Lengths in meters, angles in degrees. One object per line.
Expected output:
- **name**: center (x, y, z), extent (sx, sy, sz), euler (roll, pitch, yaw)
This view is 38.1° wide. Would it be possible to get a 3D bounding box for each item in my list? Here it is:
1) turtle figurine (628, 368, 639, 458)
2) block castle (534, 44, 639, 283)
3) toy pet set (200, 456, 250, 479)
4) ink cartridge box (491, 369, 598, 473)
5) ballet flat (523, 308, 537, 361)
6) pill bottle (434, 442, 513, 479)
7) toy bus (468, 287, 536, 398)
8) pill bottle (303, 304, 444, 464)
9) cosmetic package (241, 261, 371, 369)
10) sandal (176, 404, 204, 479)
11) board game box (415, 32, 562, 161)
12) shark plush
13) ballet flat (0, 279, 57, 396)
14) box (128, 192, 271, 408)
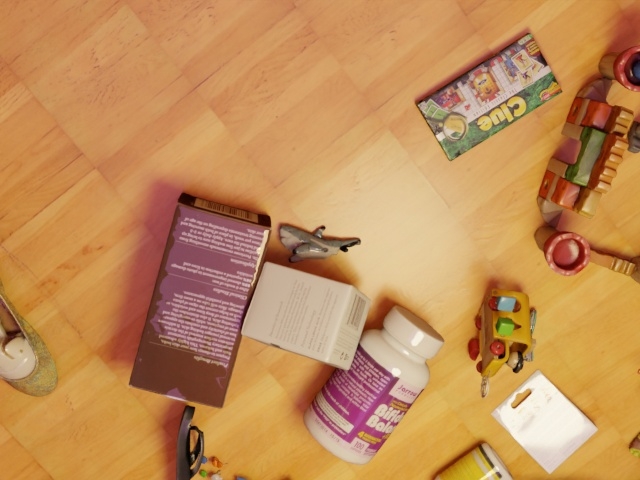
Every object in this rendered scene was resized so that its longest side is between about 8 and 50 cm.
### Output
- **turtle figurine**: center (0.738, 0.368, 1.955), extent (0.270, 0.087, 0.217), euler (19, 108, -16)
- **block castle**: center (0.620, -0.125, 1.774), extent (0.303, 0.213, 0.453), euler (17, 101, -7)
- **toy pet set**: center (-0.190, 0.518, 1.959), extent (0.114, 0.065, 0.122), euler (8, 101, 31)
- **ink cartridge box**: center (0.476, 0.385, 1.977), extent (0.145, 0.045, 0.179), euler (-45, 83, 7)
- **ballet flat**: center (0.426, 0.197, 1.924), extent (0.041, 0.041, 0.114), euler (1, 102, -4)
- **pill bottle**: center (0.306, 0.518, 1.954), extent (0.184, 0.103, 0.103), euler (-37, 102, 5)
- **toy bus**: center (0.372, 0.198, 1.842), extent (0.105, 0.191, 0.202), euler (9, 101, -5)
- **pill bottle**: center (0.113, 0.285, 1.857), extent (0.169, 0.169, 0.301), euler (33, 99, -10)
- **cosmetic package**: center (-0.024, 0.146, 1.778), extent (0.184, 0.151, 0.151), euler (15, 81, 22)
- **sandal**: center (-0.267, 0.450, 1.915), extent (0.055, 0.097, 0.254), euler (4, 113, -3)
- **board game box**: center (0.331, -0.280, 1.818), extent (0.260, 0.030, 0.136), euler (-33, 104, 4)
- **shark plush**: center (0.000, 0.000, 1.849), extent (0.161, 0.073, 0.067), euler (-4, 73, 2)
- **ballet flat**: center (-0.638, 0.176, 1.817), extent (0.123, 0.123, 0.348), euler (-26, 103, 2)
- **box**: center (-0.232, 0.116, 1.818), extent (0.191, 0.143, 0.381), euler (16, 99, -7)
